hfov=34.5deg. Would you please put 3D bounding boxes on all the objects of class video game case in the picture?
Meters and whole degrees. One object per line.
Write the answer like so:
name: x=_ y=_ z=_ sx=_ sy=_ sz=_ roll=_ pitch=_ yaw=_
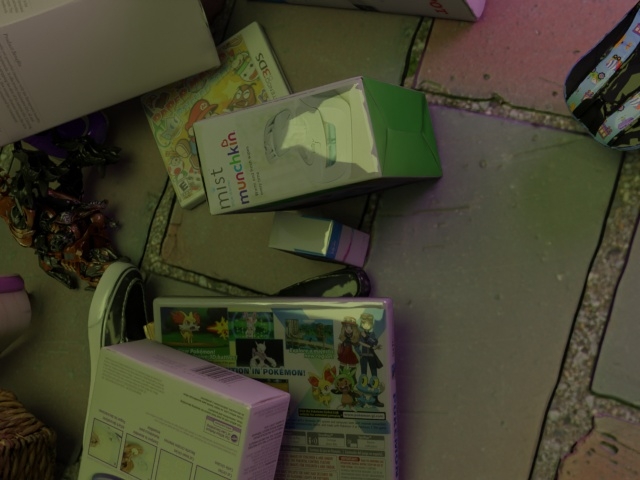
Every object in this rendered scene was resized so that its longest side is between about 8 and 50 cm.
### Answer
video game case: x=-0.148 y=-0.188 z=1.550 sx=0.227 sy=0.026 sz=0.206 roll=-30 pitch=67 yaw=17
video game case: x=-0.061 y=0.222 z=1.345 sx=0.329 sy=0.036 sz=0.300 roll=-1 pitch=95 yaw=20

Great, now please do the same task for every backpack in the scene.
backpack: x=0.391 y=-0.184 z=1.242 sx=0.173 sy=0.117 sz=0.158 roll=-43 pitch=65 yaw=11

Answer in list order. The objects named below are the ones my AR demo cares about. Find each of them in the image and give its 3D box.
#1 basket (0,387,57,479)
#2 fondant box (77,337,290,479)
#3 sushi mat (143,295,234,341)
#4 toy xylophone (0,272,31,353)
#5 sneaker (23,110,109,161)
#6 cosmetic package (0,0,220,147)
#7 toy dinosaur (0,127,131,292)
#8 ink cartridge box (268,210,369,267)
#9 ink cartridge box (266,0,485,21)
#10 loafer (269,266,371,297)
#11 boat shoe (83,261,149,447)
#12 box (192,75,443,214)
basket: x=-0.539 y=0.351 z=1.502 sx=0.223 sy=0.213 sz=0.299 roll=28 pitch=107 yaw=25
fondant box: x=-0.189 y=0.318 z=1.316 sx=0.238 sy=0.096 sz=0.330 roll=17 pitch=100 yaw=28
sushi mat: x=-0.135 y=0.244 z=1.401 sx=0.151 sy=0.019 sz=0.316 roll=-17 pitch=89 yaw=19
toy xylophone: x=-0.586 y=0.169 z=1.569 sx=0.322 sy=0.236 sz=0.081 roll=-36 pitch=78 yaw=16
sneaker: x=-0.479 y=-0.206 z=1.642 sx=0.293 sy=0.146 sz=0.102 roll=19 pitch=87 yaw=28
cosmetic package: x=-0.353 y=-0.298 z=1.488 sx=0.365 sy=0.197 sz=0.155 roll=-22 pitch=47 yaw=-8
toy dinosaur: x=-0.418 y=-0.046 z=1.571 sx=0.322 sy=0.164 sz=0.218 roll=23 pitch=120 yaw=1
ink cartridge box: x=0.000 y=0.000 z=1.385 sx=0.088 sy=0.122 sz=0.052 roll=9 pitch=87 yaw=27
ink cartridge box: x=0.015 y=-0.435 z=1.381 sx=0.395 sy=0.285 sz=0.166 roll=12 pitch=84 yaw=26
loafer: x=-0.035 y=0.100 z=1.402 sx=0.223 sy=0.078 sz=0.076 roll=-28 pitch=69 yaw=17
boat shoe: x=-0.270 y=0.182 z=1.481 sx=0.102 sy=0.108 sz=0.301 roll=2 pitch=83 yaw=25
box: x=0.003 y=-0.117 z=1.319 sx=0.231 sy=0.262 sz=0.127 roll=-13 pitch=88 yaw=22
